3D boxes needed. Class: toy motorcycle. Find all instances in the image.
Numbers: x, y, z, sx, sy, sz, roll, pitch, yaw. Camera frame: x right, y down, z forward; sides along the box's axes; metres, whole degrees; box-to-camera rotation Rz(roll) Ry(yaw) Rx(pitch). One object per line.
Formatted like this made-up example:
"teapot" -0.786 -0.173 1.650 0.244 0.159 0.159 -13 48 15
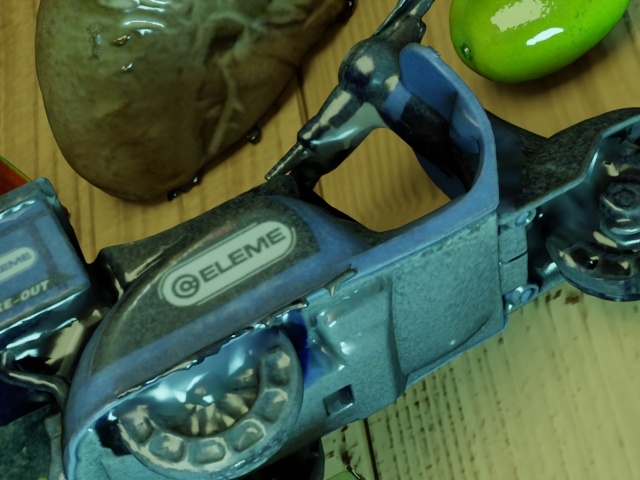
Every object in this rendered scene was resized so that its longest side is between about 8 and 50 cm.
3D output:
"toy motorcycle" 0.000 0.000 0.807 0.358 0.125 0.212 -27 57 -11

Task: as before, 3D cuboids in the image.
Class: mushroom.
"mushroom" -0.081 -0.173 1.008 0.156 0.151 0.285 18 72 40

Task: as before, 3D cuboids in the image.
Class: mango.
"mango" 0.119 -0.125 0.896 0.108 0.056 0.073 -37 51 8

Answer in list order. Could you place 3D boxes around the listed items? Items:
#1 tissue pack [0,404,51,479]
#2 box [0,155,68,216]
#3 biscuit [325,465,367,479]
"tissue pack" -0.127 0.205 0.826 0.185 0.081 0.257 -47 45 -3
"box" -0.249 -0.035 1.015 0.112 0.175 0.048 -9 56 30
"biscuit" -0.105 0.205 0.731 0.322 0.038 0.099 -30 45 13
